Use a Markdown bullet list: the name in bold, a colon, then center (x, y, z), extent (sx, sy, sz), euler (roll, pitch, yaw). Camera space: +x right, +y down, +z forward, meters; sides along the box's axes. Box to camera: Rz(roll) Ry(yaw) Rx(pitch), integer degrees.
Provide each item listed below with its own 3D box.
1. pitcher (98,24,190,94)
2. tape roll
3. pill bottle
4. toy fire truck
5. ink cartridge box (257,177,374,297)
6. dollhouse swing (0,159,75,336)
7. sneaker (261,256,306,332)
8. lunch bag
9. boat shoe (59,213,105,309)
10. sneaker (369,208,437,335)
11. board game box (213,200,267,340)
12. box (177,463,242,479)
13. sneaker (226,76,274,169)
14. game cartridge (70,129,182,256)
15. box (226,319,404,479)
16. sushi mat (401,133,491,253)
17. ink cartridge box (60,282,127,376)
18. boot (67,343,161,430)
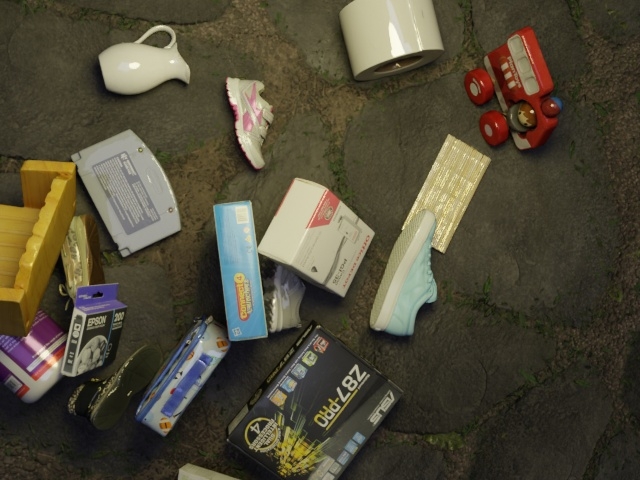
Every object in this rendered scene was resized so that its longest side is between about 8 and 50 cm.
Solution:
- **pitcher**: center (-0.457, -0.465, 1.434), extent (0.207, 0.125, 0.177), euler (-14, 74, -18)
- **tape roll**: center (0.184, -0.536, 1.459), extent (0.246, 0.246, 0.169), euler (-15, 94, -8)
- **pill bottle**: center (-0.759, 0.232, 1.375), extent (0.181, 0.181, 0.323), euler (-44, 98, -5)
- **toy fire truck**: center (0.541, -0.394, 1.514), extent (0.170, 0.254, 0.302), euler (-23, 96, -7)
- **ink cartridge box**: center (0.000, 0.000, 1.426), extent (0.283, 0.117, 0.207), euler (36, 78, -53)
- **dollhouse swing**: center (-0.747, -0.006, 1.232), extent (0.305, 0.315, 0.346), euler (16, 58, -15)
- **sneaker**: center (-0.094, 0.109, 1.531), extent (0.115, 0.105, 0.281), euler (4, 94, -32)
- **lunch bag**: center (-0.339, 0.326, 1.412), extent (0.115, 0.243, 0.303), euler (35, 88, -9)
- **boat shoe**: center (-0.617, 0.078, 1.438), extent (0.090, 0.104, 0.284), euler (-7, 82, 0)
- **sneaker**: center (0.265, 0.096, 1.560), extent (0.150, 0.135, 0.365), euler (20, 101, -10)
- **board game box**: center (-0.194, 0.085, 1.371), extent (0.086, 0.302, 0.307), euler (-7, 82, -8)
- **box**: center (-0.289, 0.784, 1.486), extent (0.233, 0.058, 0.321), euler (9, 90, 19)
- **sneaker**: center (-0.173, -0.315, 1.483), extent (0.111, 0.103, 0.252), euler (-12, 95, -7)
- **game cartridge**: center (-0.492, -0.128, 1.467), extent (0.196, 0.060, 0.294), euler (-25, 96, -4)
- **box**: center (-0.016, 0.468, 1.544), extent (0.318, 0.097, 0.395), euler (40, 86, -11)
- **sushi mat**: center (0.365, -0.135, 1.617), extent (0.152, 0.019, 0.316), euler (27, 88, -8)
- **ink cartridge box**: center (-0.553, 0.213, 1.392), extent (0.045, 0.206, 0.208), euler (11, 90, 7)
- **boot**: center (-0.532, 0.361, 1.435), extent (0.085, 0.179, 0.236), euler (54, 51, -30)
